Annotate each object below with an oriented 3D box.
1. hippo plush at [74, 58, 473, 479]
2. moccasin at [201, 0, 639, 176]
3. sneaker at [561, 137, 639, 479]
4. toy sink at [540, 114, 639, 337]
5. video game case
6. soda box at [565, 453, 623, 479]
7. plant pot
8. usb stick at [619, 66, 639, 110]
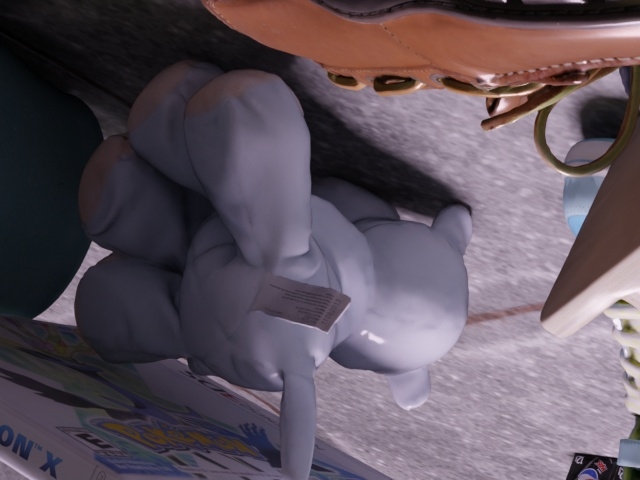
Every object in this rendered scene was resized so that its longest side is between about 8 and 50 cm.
[{"bbox_3d":[0.000,0.000,1.343,0.236,0.234,0.294,-1,-162,-42],"label":"hippo plush"},{"bbox_3d":[0.088,-0.118,0.923,0.147,0.139,0.380,33,159,-31],"label":"moccasin"},{"bbox_3d":[0.225,0.088,1.226,0.127,0.208,0.319,6,155,44],"label":"sneaker"},{"bbox_3d":[0.229,-0.020,0.908,0.131,0.153,0.234,35,146,-6],"label":"toy sink"},{"bbox_3d":[-0.131,0.116,1.310,0.300,0.036,0.329,25,-173,34],"label":"video game case"},{"bbox_3d":[0.298,0.261,1.865,0.060,0.053,0.169,1,151,48],"label":"soda box"},{"bbox_3d":[-0.305,-0.052,1.408,0.255,0.271,0.272,19,168,-39],"label":"plant pot"},{"bbox_3d":[0.287,-0.061,0.995,0.278,0.045,0.077,14,159,24],"label":"usb stick"}]
